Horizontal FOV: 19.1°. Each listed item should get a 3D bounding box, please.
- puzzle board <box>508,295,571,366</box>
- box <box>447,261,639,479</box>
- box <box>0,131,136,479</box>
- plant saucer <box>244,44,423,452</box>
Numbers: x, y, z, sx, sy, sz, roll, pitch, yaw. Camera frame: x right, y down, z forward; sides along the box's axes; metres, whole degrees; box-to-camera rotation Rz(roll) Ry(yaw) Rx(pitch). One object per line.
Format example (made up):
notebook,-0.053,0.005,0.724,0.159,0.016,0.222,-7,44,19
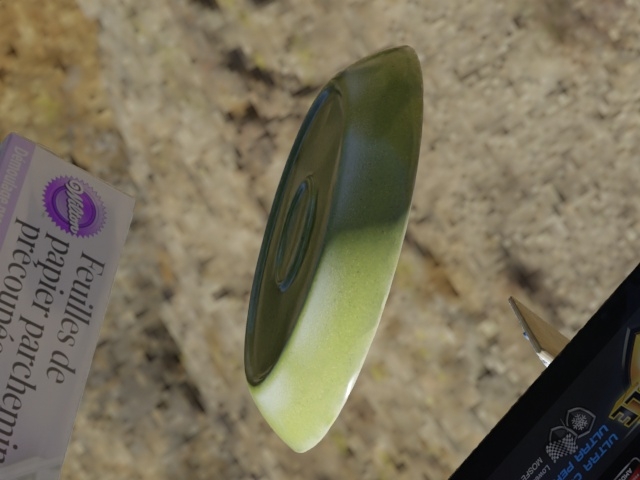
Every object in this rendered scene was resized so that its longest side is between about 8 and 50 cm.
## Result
puzzle board,0.181,0.093,1.270,0.128,0.011,0.096,37,-169,-17
box,0.222,0.189,1.075,0.293,0.295,0.073,45,-171,28
box,-0.140,0.104,0.702,0.063,0.324,0.067,29,138,-20
plant saucer,0.000,0.000,1.088,0.037,0.241,0.241,14,153,-12
